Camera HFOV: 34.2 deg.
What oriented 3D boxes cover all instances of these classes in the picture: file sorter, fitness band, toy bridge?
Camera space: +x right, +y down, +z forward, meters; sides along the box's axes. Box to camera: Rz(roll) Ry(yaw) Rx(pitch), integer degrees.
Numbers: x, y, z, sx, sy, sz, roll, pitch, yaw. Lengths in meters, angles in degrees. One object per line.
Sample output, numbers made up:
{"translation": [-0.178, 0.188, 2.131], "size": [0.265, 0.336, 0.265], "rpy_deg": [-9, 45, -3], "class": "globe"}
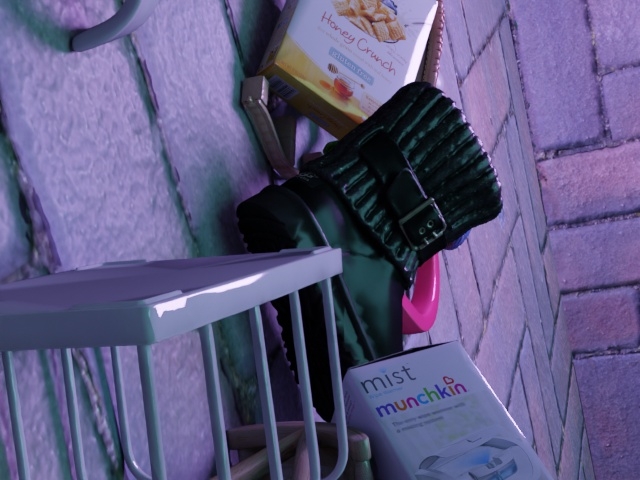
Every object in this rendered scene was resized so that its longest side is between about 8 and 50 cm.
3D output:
{"translation": [-0.112, 0.106, 0.624], "size": [0.278, 0.193, 0.173], "rpy_deg": [-14, 98, -70], "class": "file sorter"}
{"translation": [0.107, 0.014, 1.469], "size": [0.291, 0.054, 0.209], "rpy_deg": [48, 41, -55], "class": "fitness band"}
{"translation": [-0.040, -0.107, 1.142], "size": [0.188, 0.026, 0.063], "rpy_deg": [47, 40, -57], "class": "toy bridge"}

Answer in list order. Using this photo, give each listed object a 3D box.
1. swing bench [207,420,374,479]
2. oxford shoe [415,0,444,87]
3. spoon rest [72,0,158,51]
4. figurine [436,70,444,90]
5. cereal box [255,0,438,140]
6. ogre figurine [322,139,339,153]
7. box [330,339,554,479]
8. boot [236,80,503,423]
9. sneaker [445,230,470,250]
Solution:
{"translation": [-0.022, 0.300, 0.828], "size": [0.255, 0.165, 0.253], "rpy_deg": [-27, 107, -70], "class": "swing bench"}
{"translation": [0.083, -0.345, 1.420], "size": [0.140, 0.147, 0.397], "rpy_deg": [102, -17, -69], "class": "oxford shoe"}
{"translation": [-0.175, -0.283, 0.759], "size": [0.137, 0.084, 0.276], "rpy_deg": [-53, 133, -63], "class": "spoon rest"}
{"translation": [0.107, -0.239, 1.523], "size": [0.209, 0.092, 0.214], "rpy_deg": [53, 34, -46], "class": "figurine"}
{"translation": [0.036, -0.231, 1.190], "size": [0.173, 0.047, 0.240], "rpy_deg": [32, 56, -23], "class": "cereal box"}
{"translation": [0.024, -0.191, 1.262], "size": [0.197, 0.097, 0.118], "rpy_deg": [56, 33, 9], "class": "ogre figurine"}
{"translation": [0.098, 0.267, 0.937], "size": [0.262, 0.127, 0.231], "rpy_deg": [101, -32, -42], "class": "box"}
{"translation": [0.084, 0.035, 1.093], "size": [0.260, 0.131, 0.348], "rpy_deg": [-35, 120, -29], "class": "boot"}
{"translation": [0.158, -0.080, 1.464], "size": [0.087, 0.083, 0.221], "rpy_deg": [-41, 126, -41], "class": "sneaker"}
